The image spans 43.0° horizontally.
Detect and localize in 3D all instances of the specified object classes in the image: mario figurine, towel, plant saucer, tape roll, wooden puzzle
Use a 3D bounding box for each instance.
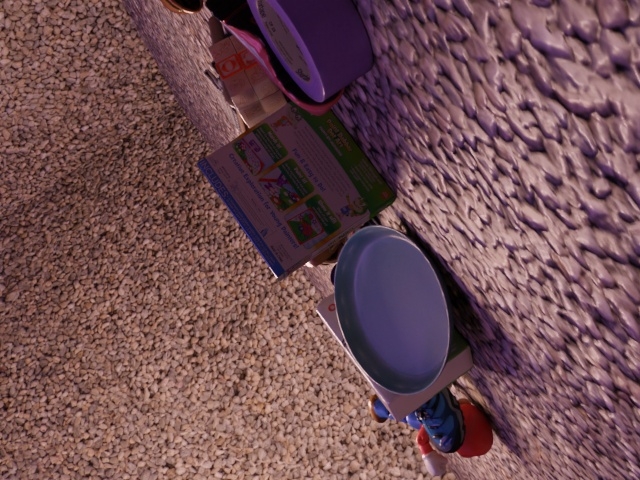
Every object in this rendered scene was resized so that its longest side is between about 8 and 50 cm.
[{"bbox_3d":[0.279,0.441,1.966,0.320,0.170,0.198,19,106,43],"label":"mario figurine"},{"bbox_3d":[-0.203,-0.314,2.231,0.312,0.056,0.324,56,174,13],"label":"towel"},{"bbox_3d":[0.137,0.125,1.496,0.317,0.043,0.318,19,114,50],"label":"plant saucer"},{"bbox_3d":[-0.017,-0.281,1.059,0.189,0.080,0.189,54,174,9],"label":"tape roll"},{"bbox_3d":[-0.189,-0.358,1.826,0.239,0.044,0.221,68,-171,-76],"label":"wooden puzzle"}]

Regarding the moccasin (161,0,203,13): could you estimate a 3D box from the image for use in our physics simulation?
[{"bbox_3d":[-0.363,-0.614,1.624,0.147,0.139,0.380,44,167,55],"label":"moccasin"}]

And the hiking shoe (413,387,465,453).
[{"bbox_3d":[0.212,0.342,1.791,0.113,0.132,0.304,-26,89,44],"label":"hiking shoe"}]

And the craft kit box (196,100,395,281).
[{"bbox_3d":[-0.042,-0.099,1.398,0.250,0.246,0.061,55,176,11],"label":"craft kit box"}]

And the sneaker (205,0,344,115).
[{"bbox_3d":[-0.083,-0.310,1.227,0.314,0.116,0.136,55,175,5],"label":"sneaker"}]

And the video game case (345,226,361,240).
[{"bbox_3d":[0.031,-0.109,1.613,0.285,0.025,0.204,83,163,-76],"label":"video game case"}]

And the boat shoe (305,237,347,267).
[{"bbox_3d":[0.000,0.000,1.773,0.120,0.122,0.324,59,-163,2],"label":"boat shoe"}]

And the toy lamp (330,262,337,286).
[{"bbox_3d":[0.094,0.093,1.870,0.080,0.080,0.274,53,-171,18],"label":"toy lamp"}]

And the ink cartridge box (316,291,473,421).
[{"bbox_3d":[0.150,0.196,1.663,0.273,0.198,0.115,52,173,34],"label":"ink cartridge box"}]

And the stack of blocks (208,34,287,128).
[{"bbox_3d":[-0.116,-0.271,1.564,0.171,0.087,0.297,64,-179,28],"label":"stack of blocks"}]

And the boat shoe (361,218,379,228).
[{"bbox_3d":[0.100,-0.017,1.669,0.046,0.038,0.125,54,173,12],"label":"boat shoe"}]
